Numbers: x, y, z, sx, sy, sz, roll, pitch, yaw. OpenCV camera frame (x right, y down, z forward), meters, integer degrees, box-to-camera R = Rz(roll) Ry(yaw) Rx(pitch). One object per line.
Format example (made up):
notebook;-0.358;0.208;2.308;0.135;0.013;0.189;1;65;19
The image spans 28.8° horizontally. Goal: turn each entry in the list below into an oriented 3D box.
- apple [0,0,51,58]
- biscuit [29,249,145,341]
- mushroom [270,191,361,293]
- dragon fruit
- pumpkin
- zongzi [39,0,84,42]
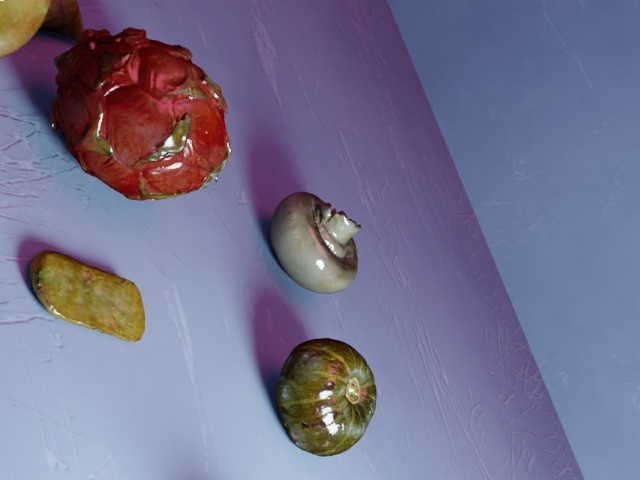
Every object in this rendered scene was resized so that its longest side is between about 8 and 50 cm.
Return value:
apple;-0.542;-0.423;1.788;0.305;0.338;0.338;8;53;-43
biscuit;-0.355;0.088;1.915;0.247;0.029;0.118;28;44;-51
mushroom;0.000;0.000;2.566;0.226;0.178;0.226;57;14;-23
dragon fruit;-0.300;-0.207;2.089;0.342;0.277;0.277;43;25;-10
pumpkin;-0.001;0.282;2.259;0.219;0.162;0.219;9;79;-57
zongzi;-0.483;-0.392;2.192;0.194;0.099;0.197;-68;149;-48
